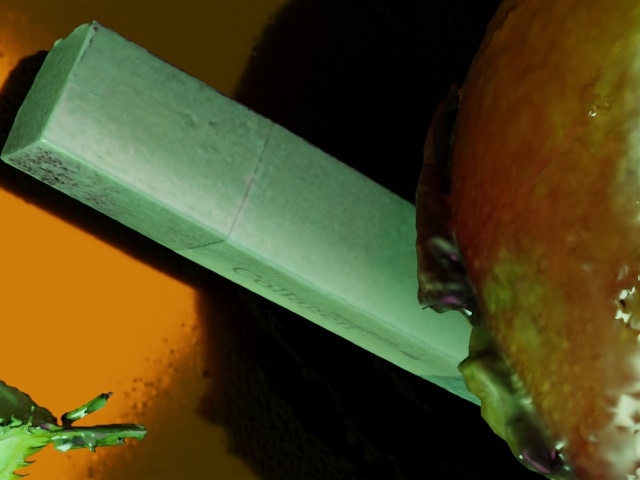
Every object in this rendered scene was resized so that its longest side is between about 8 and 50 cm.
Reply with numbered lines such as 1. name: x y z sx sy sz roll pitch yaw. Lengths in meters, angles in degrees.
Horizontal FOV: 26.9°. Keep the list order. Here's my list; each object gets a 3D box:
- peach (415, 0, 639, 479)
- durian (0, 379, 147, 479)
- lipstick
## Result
1. peach: 0.237 -0.024 0.661 0.339 0.353 0.416 23 84 -23
2. durian: -0.184 0.092 0.544 0.215 0.100 0.086 -12 96 -23
3. lipstick: 0.000 0.000 0.677 0.317 0.066 0.068 29 73 -25
